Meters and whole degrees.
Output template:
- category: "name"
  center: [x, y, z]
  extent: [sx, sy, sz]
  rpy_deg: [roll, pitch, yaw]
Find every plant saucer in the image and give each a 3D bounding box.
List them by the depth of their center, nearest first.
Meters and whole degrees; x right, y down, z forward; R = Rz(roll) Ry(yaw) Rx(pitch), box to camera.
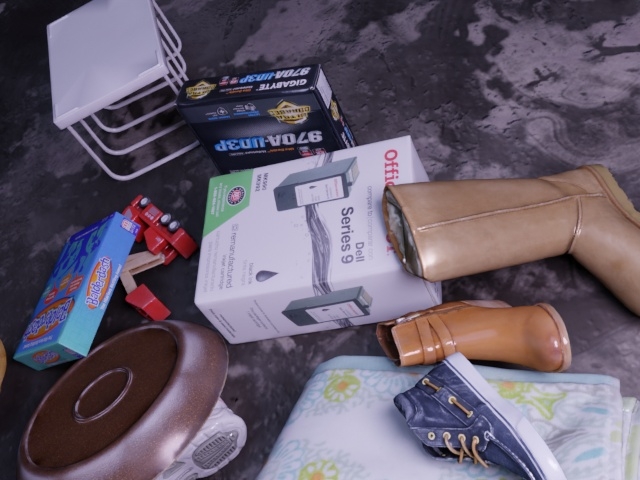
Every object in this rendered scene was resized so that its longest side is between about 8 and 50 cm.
- category: "plant saucer"
  center: [-0.257, 0.203, 1.019]
  extent: [0.311, 0.050, 0.310]
  rpy_deg: [-26, 28, 15]

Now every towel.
- category: "towel"
  center: [0.112, 0.238, 0.786]
  extent: [0.375, 0.090, 0.320]
  rpy_deg: [-1, 28, 24]

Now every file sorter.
- category: "file sorter"
  center: [-0.323, -0.270, 1.386]
  extent: [0.193, 0.173, 0.277]
  rpy_deg: [-26, 49, 6]

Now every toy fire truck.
- category: "toy fire truck"
  center: [-0.257, 0.023, 1.221]
  extent: [0.135, 0.047, 0.192]
  rpy_deg: [-47, 50, -11]

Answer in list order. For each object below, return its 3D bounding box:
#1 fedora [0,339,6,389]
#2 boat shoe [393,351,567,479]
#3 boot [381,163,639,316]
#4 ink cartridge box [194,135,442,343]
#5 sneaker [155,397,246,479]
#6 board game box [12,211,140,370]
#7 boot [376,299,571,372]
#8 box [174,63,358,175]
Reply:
- category: "fedora"
  center: [-0.527, 0.208, 1.186]
  extent: [0.194, 0.079, 0.194]
  rpy_deg: [-8, 54, 11]
- category: "boat shoe"
  center: [0.139, 0.179, 0.739]
  extent: [0.083, 0.065, 0.183]
  rpy_deg: [-34, 33, -6]
- category: "boot"
  center: [0.229, 0.014, 0.910]
  extent: [0.270, 0.089, 0.236]
  rpy_deg: [-8, 44, -16]
- category: "ink cartridge box"
  center: [0.000, 0.000, 1.073]
  extent: [0.289, 0.121, 0.211]
  rpy_deg: [-11, 53, 16]
- category: "sneaker"
  center: [-0.205, 0.265, 1.006]
  extent: [0.232, 0.090, 0.115]
  rpy_deg: [-32, 41, -11]
- category: "board game box"
  center: [-0.350, 0.074, 1.182]
  extent: [0.160, 0.047, 0.210]
  rpy_deg: [-20, 45, 46]
- category: "boot"
  center: [0.154, 0.107, 0.858]
  extent: [0.152, 0.072, 0.197]
  rpy_deg: [-7, 4, -15]
- category: "box"
  center: [-0.074, -0.166, 1.194]
  extent: [0.220, 0.175, 0.051]
  rpy_deg: [-2, 54, 23]
